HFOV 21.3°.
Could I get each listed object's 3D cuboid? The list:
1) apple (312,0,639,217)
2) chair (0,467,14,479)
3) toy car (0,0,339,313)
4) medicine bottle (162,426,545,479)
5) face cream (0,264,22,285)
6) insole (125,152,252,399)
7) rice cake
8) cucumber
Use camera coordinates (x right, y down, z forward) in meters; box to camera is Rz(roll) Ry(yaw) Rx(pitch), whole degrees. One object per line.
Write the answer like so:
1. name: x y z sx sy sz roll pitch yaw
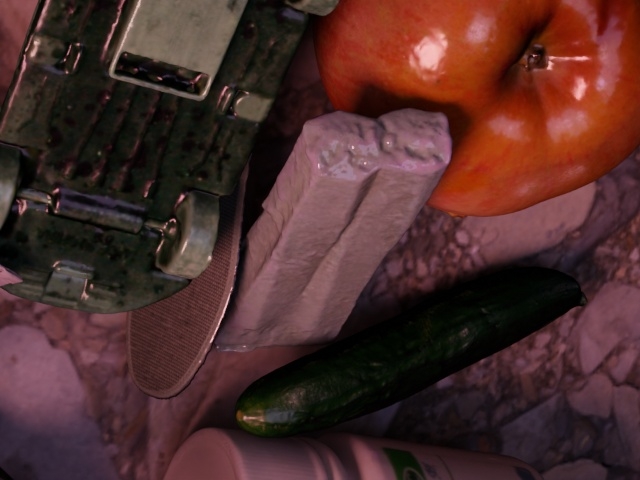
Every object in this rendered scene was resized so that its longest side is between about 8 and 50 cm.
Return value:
1. apple: 0.097 -0.113 0.970 0.209 0.164 0.209 -8 111 -22
2. chair: -0.245 0.217 0.880 0.240 0.203 0.416 -44 115 -3
3. toy car: -0.093 -0.104 0.897 0.136 0.125 0.306 13 124 -22
4. medicine bottle: 0.025 0.187 1.058 0.237 0.139 0.139 13 102 -32
5. face cream: -0.258 -0.025 0.837 0.244 0.092 0.058 43 42 -47
6. insole: -0.070 -0.018 0.971 0.003 0.080 0.232 2 106 -50
7. rice cake: 0.000 0.000 0.958 0.085 0.040 0.226 0 150 -20
8. cucumber: 0.059 0.066 1.064 0.284 0.056 0.056 -19 117 -35
